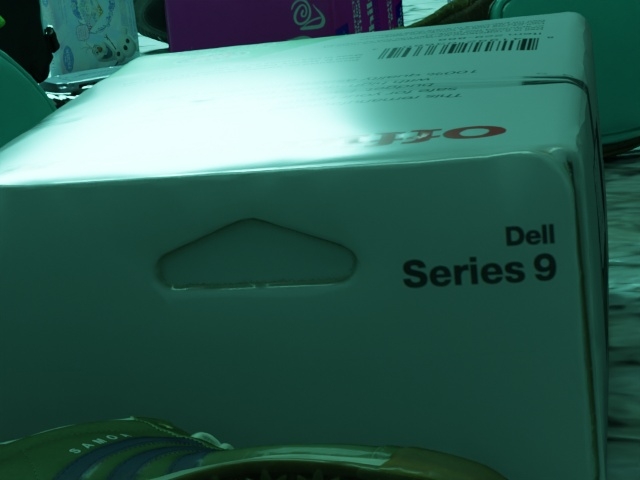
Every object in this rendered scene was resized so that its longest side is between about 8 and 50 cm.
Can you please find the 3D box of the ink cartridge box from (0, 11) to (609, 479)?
[{"bbox_3d":[0.000,0.000,0.720,0.211,0.122,0.289,-4,14,10],"label":"ink cartridge box"}]

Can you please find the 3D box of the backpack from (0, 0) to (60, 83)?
[{"bbox_3d":[-0.322,-0.185,1.516,0.188,0.166,0.144,12,30,31],"label":"backpack"}]

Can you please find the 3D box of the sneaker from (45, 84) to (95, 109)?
[{"bbox_3d":[-0.188,-0.066,1.225,0.170,0.051,0.089,9,34,-6],"label":"sneaker"}]

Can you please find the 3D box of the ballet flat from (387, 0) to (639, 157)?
[{"bbox_3d":[0.075,-0.075,1.091,0.342,0.116,0.124,-21,1,-37],"label":"ballet flat"}]

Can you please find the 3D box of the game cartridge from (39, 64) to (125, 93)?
[{"bbox_3d":[-0.184,-0.130,1.567,0.083,0.017,0.056,-13,19,-28],"label":"game cartridge"}]

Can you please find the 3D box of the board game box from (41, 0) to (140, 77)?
[{"bbox_3d":[-0.202,-0.194,1.681,0.020,0.090,0.090,5,16,45],"label":"board game box"}]

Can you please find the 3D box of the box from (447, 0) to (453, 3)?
[{"bbox_3d":[0.234,-0.222,1.541,0.256,0.128,0.122,-8,14,-8],"label":"box"}]

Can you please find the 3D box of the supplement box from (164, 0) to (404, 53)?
[{"bbox_3d":[-0.016,-0.124,1.269,0.114,0.111,0.220,-1,15,15],"label":"supplement box"}]

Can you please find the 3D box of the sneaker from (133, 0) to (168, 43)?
[{"bbox_3d":[-0.091,-0.207,1.717,0.234,0.078,0.106,5,15,31],"label":"sneaker"}]

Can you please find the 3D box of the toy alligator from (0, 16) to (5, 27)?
[{"bbox_3d":[-0.280,-0.102,1.287,0.051,0.056,0.190,-44,1,44],"label":"toy alligator"}]

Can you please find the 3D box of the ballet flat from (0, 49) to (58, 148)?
[{"bbox_3d":[-0.221,0.034,0.618,0.182,0.164,0.483,-43,6,14],"label":"ballet flat"}]

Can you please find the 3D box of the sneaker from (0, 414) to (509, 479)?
[{"bbox_3d":[-0.034,0.076,0.538,0.192,0.064,0.086,-7,18,9],"label":"sneaker"}]
